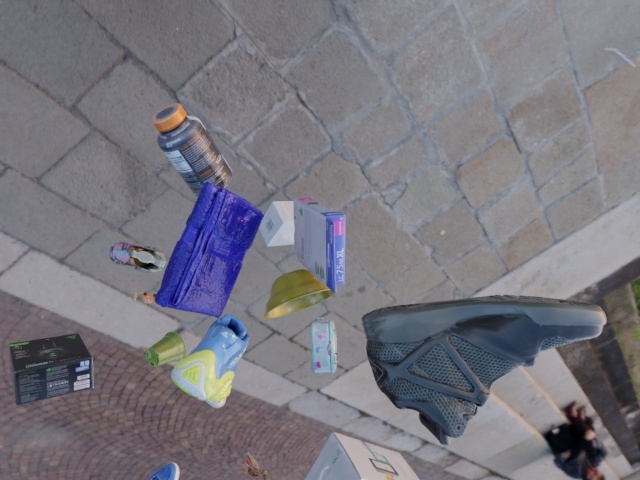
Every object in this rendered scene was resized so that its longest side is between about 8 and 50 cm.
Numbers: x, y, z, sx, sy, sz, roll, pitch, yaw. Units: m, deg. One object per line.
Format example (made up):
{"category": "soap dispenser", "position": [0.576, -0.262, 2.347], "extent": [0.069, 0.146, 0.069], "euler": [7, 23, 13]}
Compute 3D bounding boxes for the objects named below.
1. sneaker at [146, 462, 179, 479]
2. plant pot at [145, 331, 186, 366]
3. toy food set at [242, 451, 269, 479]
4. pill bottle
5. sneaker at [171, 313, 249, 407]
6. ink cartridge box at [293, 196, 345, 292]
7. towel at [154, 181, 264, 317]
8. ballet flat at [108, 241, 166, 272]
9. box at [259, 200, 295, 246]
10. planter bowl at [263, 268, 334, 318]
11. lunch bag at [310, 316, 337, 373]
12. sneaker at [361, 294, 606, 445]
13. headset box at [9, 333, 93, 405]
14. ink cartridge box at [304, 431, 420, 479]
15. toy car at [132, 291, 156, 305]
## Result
{"category": "sneaker", "position": [-0.388, 0.554, 1.026], "extent": [0.152, 0.058, 0.085], "euler": [-45, 141, -11]}
{"category": "plant pot", "position": [-0.410, 0.291, 1.217], "extent": [0.083, 0.083, 0.079], "euler": [-50, 165, 27]}
{"category": "toy food set", "position": [-0.186, 0.685, 1.372], "extent": [0.019, 0.122, 0.078], "euler": [-44, 171, 10]}
{"category": "pill bottle", "position": [-0.351, -0.246, 1.264], "extent": [0.130, 0.130, 0.246], "euler": [-25, 131, 3]}
{"category": "sneaker", "position": [-0.157, 0.191, 0.738], "extent": [0.126, 0.091, 0.240], "euler": [-52, 178, -19]}
{"category": "ink cartridge box", "position": [0.000, 0.000, 1.244], "extent": [0.065, 0.311, 0.186], "euler": [-6, 107, -18]}
{"category": "towel", "position": [-0.253, 0.036, 1.133], "extent": [0.227, 0.076, 0.308], "euler": [29, 83, -59]}
{"category": "ballet flat", "position": [-0.471, 0.050, 1.257], "extent": [0.079, 0.077, 0.221], "euler": [10, 172, 17]}
{"category": "box", "position": [-0.096, -0.057, 1.532], "extent": [0.170, 0.091, 0.130], "euler": [-5, 147, -39]}
{"category": "planter bowl", "position": [-0.071, 0.140, 1.317], "extent": [0.217, 0.090, 0.217], "euler": [-19, 165, -5]}
{"category": "lunch bag", "position": [0.016, 0.437, 1.957], "extent": [0.107, 0.224, 0.279], "euler": [0, 171, 2]}
{"category": "sneaker", "position": [0.162, 0.121, 0.459], "extent": [0.227, 0.130, 0.087], "euler": [-8, 177, 3]}
{"category": "headset box", "position": [-1.012, 0.467, 1.743], "extent": [0.246, 0.283, 0.131], "euler": [-3, 103, -36]}
{"category": "ink cartridge box", "position": [0.124, 0.712, 1.314], "extent": [0.270, 0.197, 0.198], "euler": [28, 94, -26]}
{"category": "toy car", "position": [-0.594, 0.200, 1.578], "extent": [0.060, 0.041, 0.122], "euler": [18, 161, -35]}
